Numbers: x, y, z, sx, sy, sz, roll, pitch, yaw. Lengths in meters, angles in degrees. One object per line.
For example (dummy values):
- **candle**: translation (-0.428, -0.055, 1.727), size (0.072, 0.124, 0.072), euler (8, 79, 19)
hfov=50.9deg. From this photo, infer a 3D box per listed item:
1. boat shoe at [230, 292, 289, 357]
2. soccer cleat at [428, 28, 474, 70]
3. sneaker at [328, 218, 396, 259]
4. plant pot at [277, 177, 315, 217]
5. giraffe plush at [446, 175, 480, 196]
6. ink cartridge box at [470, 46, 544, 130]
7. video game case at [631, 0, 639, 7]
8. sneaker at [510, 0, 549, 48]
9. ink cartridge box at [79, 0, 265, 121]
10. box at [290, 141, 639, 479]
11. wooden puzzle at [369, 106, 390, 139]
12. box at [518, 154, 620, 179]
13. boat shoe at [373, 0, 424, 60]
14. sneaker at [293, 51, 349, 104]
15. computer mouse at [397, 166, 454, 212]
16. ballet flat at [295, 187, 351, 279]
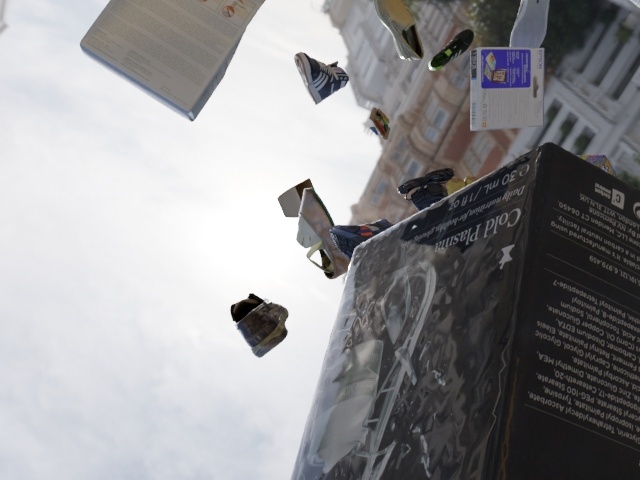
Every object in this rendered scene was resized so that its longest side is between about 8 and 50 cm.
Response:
- **boat shoe**: translation (-0.168, 0.199, 1.821), size (0.130, 0.132, 0.355), euler (52, 176, -10)
- **soccer cleat**: translation (0.430, -0.620, 2.193), size (0.060, 0.179, 0.072), euler (49, -166, -4)
- **sneaker**: translation (0.112, -0.004, 1.427), size (0.221, 0.083, 0.087), euler (11, -131, 39)
- **plant pot**: translation (-0.076, -0.129, 2.203), size (0.109, 0.096, 0.109), euler (-36, -75, -57)
- **giraffe plush**: translation (0.452, -0.080, 2.107), size (0.182, 0.210, 0.170), euler (21, 162, 4)
- **ink cartridge box**: translation (0.483, -0.391, 1.733), size (0.209, 0.206, 0.045), euler (-6, -170, -21)
- **video game case**: translation (0.875, -0.707, 1.770), size (0.300, 0.036, 0.329), euler (45, -176, 14)
- **sneaker**: translation (0.608, -0.643, 1.921), size (0.094, 0.258, 0.091), euler (16, -155, 7)
- **ink cartridge box**: translation (-0.340, -0.529, 1.632), size (0.308, 0.384, 0.091), euler (32, 170, 0)
- **box**: translation (0.216, 0.204, 0.901), size (0.298, 0.480, 0.471), euler (24, -115, -18)
- **wooden puzzle**: translation (0.153, -0.298, 1.704), size (0.078, 0.014, 0.116), euler (44, -144, -27)
- **box**: translation (0.743, -0.104, 2.015), size (0.279, 0.177, 0.290), euler (42, 161, -33)
- **boat shoe**: translation (0.184, -0.486, 1.493), size (0.190, 0.068, 0.072), euler (52, 173, -33)
- **sneaker**: translation (0.008, -0.594, 2.349), size (0.099, 0.153, 0.282), euler (62, -179, 21)
- **computer mouse**: translation (0.377, -0.138, 2.213), size (0.272, 0.189, 0.072), euler (55, -157, -45)
- **ballet flat**: translation (0.000, 0.000, 1.723), size (0.107, 0.106, 0.316), euler (47, 171, 46)
